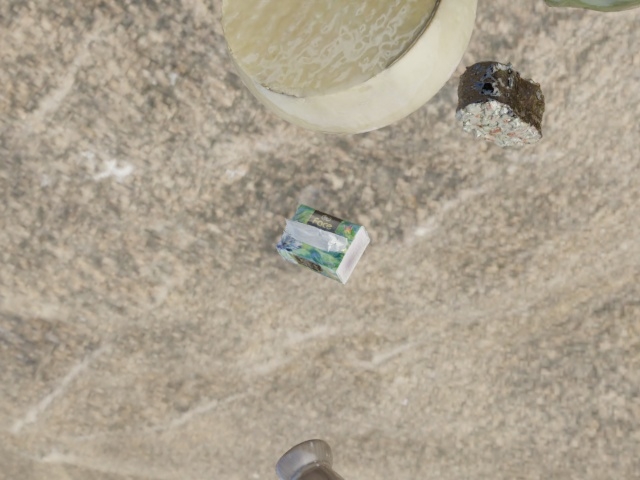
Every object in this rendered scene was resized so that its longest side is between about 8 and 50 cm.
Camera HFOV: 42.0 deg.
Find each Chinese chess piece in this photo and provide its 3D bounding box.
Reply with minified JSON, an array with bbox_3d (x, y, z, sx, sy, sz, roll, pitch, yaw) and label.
[{"bbox_3d":[0.024,-0.226,0.800,0.249,0.250,0.103,-3,164,23],"label":"Chinese chess piece"}]

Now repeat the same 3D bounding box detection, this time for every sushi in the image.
[{"bbox_3d":[0.234,-0.172,1.085,0.090,0.078,0.150,-4,165,37],"label":"sushi"}]

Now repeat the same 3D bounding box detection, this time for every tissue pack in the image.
[{"bbox_3d":[0.001,0.000,1.244,0.111,0.085,0.079,22,162,25],"label":"tissue pack"}]

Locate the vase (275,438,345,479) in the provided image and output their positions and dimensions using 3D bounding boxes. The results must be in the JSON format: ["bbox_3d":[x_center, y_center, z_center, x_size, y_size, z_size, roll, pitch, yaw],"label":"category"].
[{"bbox_3d":[0.005,0.189,0.570,0.053,0.101,0.053,-17,137,-16],"label":"vase"}]

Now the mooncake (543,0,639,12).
[{"bbox_3d":[0.178,-0.314,0.472,0.351,0.187,0.351,-6,129,-7],"label":"mooncake"}]
